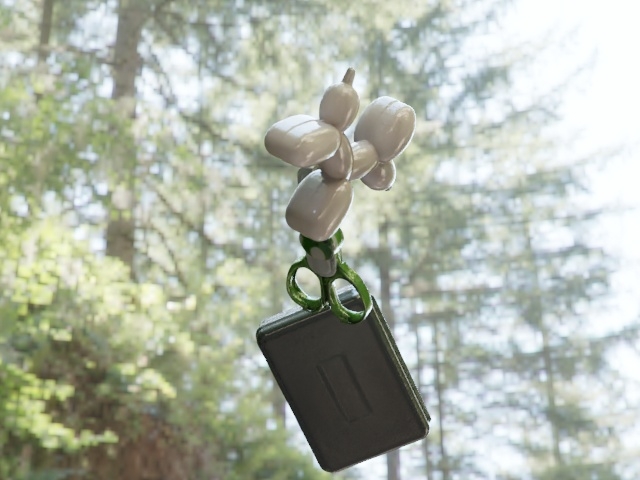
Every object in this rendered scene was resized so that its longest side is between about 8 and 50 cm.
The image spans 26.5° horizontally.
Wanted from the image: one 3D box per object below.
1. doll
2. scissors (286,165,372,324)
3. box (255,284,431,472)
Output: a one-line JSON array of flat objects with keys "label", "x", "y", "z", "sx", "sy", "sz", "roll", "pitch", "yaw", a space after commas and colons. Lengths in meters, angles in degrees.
[{"label": "doll", "x": 0.025, "y": -0.082, "z": 1.258, "sx": 0.059, "sy": 0.160, "sz": 0.161, "roll": 26, "pitch": -32, "yaw": 35}, {"label": "scissors", "x": 0.000, "y": 0.000, "z": 1.417, "sx": 0.101, "sy": 0.027, "sz": 0.204, "roll": 14, "pitch": -47, "yaw": 26}, {"label": "box", "x": 0.031, "y": 0.177, "z": 1.724, "sx": 0.160, "sy": 0.050, "sz": 0.230, "roll": -22, "pitch": -68, "yaw": 9}]
